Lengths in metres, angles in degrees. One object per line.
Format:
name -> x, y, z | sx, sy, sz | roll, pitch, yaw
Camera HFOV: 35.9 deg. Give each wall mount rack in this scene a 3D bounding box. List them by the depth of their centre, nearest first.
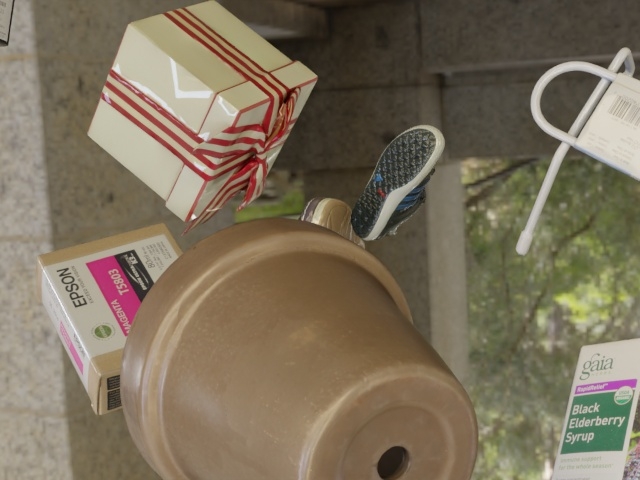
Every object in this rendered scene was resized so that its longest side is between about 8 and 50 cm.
wall mount rack -> 0.418, -0.074, 1.296 | 0.350, 0.304, 0.130 | 32, 179, 25

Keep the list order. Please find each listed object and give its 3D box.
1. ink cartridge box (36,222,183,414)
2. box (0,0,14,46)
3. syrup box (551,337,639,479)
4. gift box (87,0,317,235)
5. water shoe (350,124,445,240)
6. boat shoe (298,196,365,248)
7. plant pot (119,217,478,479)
ink cartridge box -> -0.256, 0.099, 1.346 | 0.193, 0.088, 0.235 | -16, -130, -28
box -> -0.556, -0.292, 1.118 | 0.295, 0.073, 0.293 | 6, 176, 18
syrup box -> 0.259, 0.205, 0.832 | 0.096, 0.237, 0.093 | 36, 149, -27
gift box -> -0.186, -0.184, 1.529 | 0.258, 0.255, 0.276 | 38, -139, 11
water shoe -> 0.118, -0.084, 1.392 | 0.080, 0.073, 0.203 | -2, 140, -45
boat shoe -> 0.000, 0.000, 1.475 | 0.092, 0.103, 0.285 | 18, 171, 15
plant pot -> -0.002, 0.130, 0.780 | 0.263, 0.263, 0.229 | -6, -164, -26
